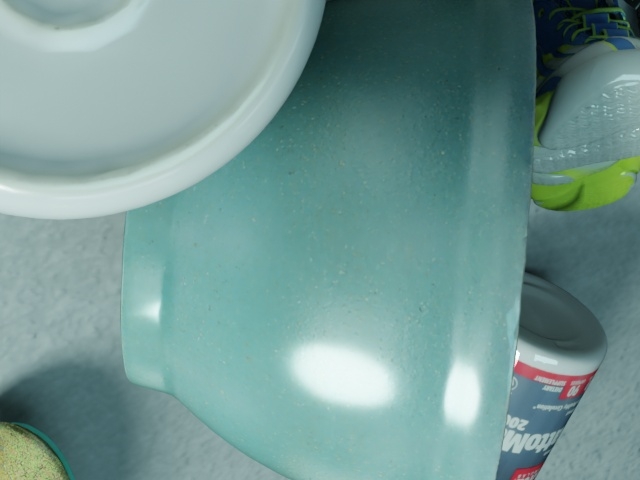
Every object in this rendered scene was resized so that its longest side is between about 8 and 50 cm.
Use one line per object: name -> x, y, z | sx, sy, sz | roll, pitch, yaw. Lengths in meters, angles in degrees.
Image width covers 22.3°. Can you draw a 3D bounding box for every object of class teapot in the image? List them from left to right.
teapot -> -0.125, -0.130, 0.754 | 0.256, 0.187, 0.253 | 27, 91, -13

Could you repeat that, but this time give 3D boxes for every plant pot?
plant pot -> 0.000, 0.000, 0.875 | 0.196, 0.293, 0.293 | 5, 127, 1

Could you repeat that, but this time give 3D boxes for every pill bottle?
pill bottle -> 0.112, 0.119, 1.121 | 0.108, 0.108, 0.180 | 6, 123, -32

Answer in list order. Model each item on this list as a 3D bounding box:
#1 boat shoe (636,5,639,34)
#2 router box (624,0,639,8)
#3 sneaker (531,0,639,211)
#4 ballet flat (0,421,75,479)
boat shoe -> 0.236, -0.124, 1.014 | 0.073, 0.080, 0.223 | -48, 137, 6
router box -> 0.129, -0.188, 0.896 | 0.122, 0.092, 0.038 | 29, 108, -40
sneaker -> 0.142, -0.098, 0.920 | 0.091, 0.126, 0.240 | -8, 168, -2
ballet flat -> -0.227, 0.272, 1.041 | 0.123, 0.123, 0.349 | -4, 129, -26
